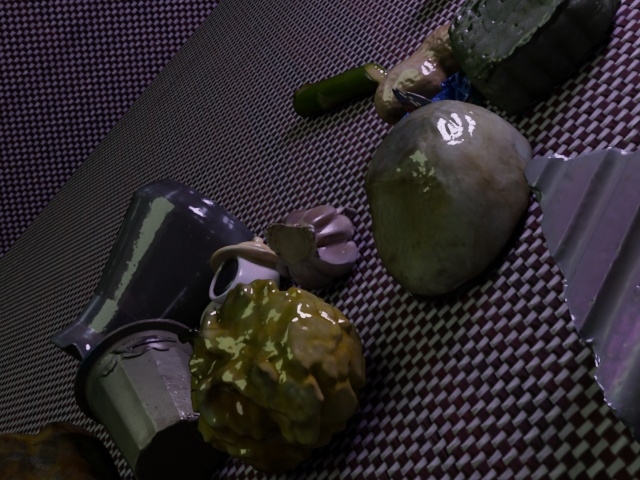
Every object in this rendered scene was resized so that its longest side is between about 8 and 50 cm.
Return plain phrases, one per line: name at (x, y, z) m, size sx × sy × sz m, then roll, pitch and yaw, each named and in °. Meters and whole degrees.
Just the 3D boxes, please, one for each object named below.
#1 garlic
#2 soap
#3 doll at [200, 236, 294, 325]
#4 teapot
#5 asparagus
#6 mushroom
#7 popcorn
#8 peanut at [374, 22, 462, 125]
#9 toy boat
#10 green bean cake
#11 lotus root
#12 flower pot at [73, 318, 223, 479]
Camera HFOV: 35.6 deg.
garlic at (0.000, 0.000, 1.553) m, size 0.131 × 0.127 × 0.194 m, roll -14°, pitch 13°, yaw 26°
soap at (0.270, 0.062, 0.918) m, size 0.258 × 0.159 × 0.302 m, roll 1°, pitch 54°, yaw 56°
doll at (-0.108, 0.124, 1.548) m, size 0.271 × 0.144 × 0.208 m, roll -125°, pitch 54°, yaw -68°
teapot at (-0.284, 0.094, 1.746) m, size 0.253 × 0.300 × 0.344 m, roll 30°, pitch 76°, yaw 21°
asparagus at (0.036, -0.294, 1.935) m, size 0.277 × 0.060 × 0.067 m, roll -13°, pitch 35°, yaw 53°
mushroom at (0.156, -0.069, 1.293) m, size 0.267 × 0.164 × 0.189 m, roll -55°, pitch 24°, yaw -8°
popcorn at (-0.064, 0.168, 1.281) m, size 0.249 × 0.225 × 0.249 m, roll -33°, pitch 32°, yaw 25°
peanut at (0.182, -0.278, 1.633) m, size 0.228 × 0.085 × 0.104 m, roll -43°, pitch 35°, yaw 14°
toy boat at (0.154, -0.208, 1.551) m, size 0.175 × 0.110 × 0.091 m, roll -37°, pitch 28°, yaw 33°
green bean cake at (0.301, -0.311, 1.434) m, size 0.222 × 0.125 × 0.227 m, roll -43°, pitch 30°, yaw 19°
lotus root at (-0.399, 0.435, 1.478) m, size 0.250 × 0.250 × 0.346 m, roll -51°, pitch 24°, yaw 1°
flower pot at (-0.235, 0.255, 1.495) m, size 0.212 × 0.212 × 0.202 m, roll -50°, pitch 45°, yaw 5°
